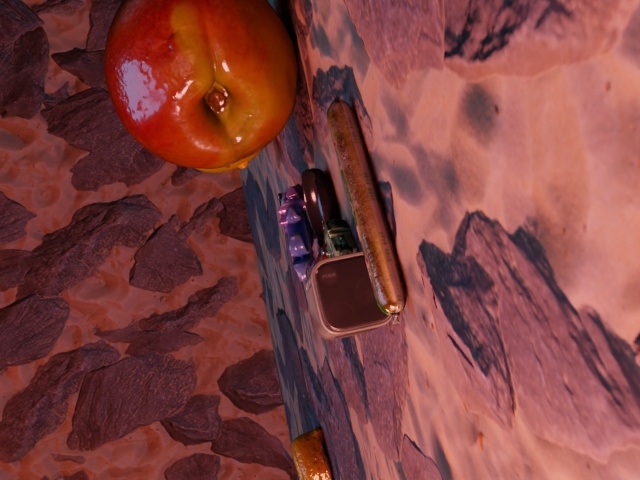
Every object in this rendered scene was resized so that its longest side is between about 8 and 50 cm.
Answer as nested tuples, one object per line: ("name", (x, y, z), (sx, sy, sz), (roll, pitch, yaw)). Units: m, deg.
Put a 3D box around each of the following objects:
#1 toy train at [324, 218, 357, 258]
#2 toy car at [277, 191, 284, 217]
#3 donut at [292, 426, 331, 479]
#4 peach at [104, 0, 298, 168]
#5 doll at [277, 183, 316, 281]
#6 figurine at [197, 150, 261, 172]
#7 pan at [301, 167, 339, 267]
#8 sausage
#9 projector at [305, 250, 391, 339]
("toy train", (0.027, 0.012, 0.959), (0.083, 0.033, 0.053), (-115, 20, -57))
("toy car", (-0.072, -0.064, 1.527), (0.093, 0.025, 0.041), (87, 168, -57))
("donut", (-0.017, 0.536, 1.733), (0.174, 0.074, 0.190), (93, 163, -56))
("peach", (-0.177, -0.265, 1.124), (0.332, 0.307, 0.308), (-104, 8, -54))
("doll", (-0.032, -0.019, 1.169), (0.206, 0.067, 0.110), (-94, -9, -46))
("figurine", (-0.220, -0.242, 1.642), (0.187, 0.215, 0.343), (54, 174, -9))
("pan", (0.003, 0.000, 1.068), (0.115, 0.040, 0.212), (-127, 32, -69))
("sausage", (0.046, -0.040, 0.772), (0.033, 0.032, 0.269), (100, 158, -66))
("projector", (0.031, 0.063, 0.825), (0.082, 0.083, 0.083), (118, 141, -77))
